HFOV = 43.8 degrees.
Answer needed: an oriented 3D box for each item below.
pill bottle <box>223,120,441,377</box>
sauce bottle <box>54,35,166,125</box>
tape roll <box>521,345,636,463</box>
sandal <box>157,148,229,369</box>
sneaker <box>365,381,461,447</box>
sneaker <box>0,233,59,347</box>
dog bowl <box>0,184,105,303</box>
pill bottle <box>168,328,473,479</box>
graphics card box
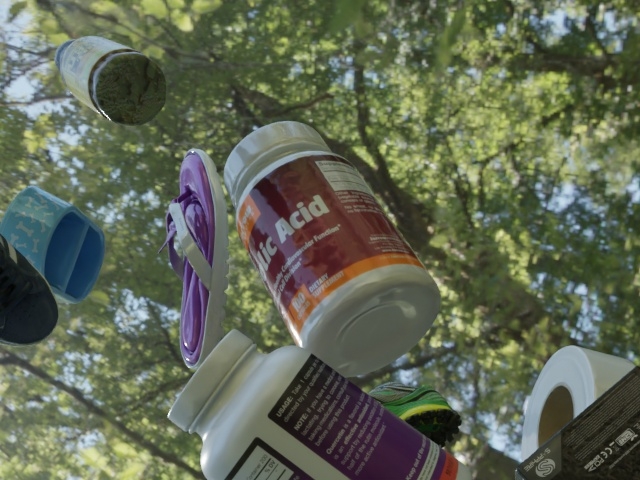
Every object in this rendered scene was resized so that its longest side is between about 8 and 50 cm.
[{"bbox_3d":[0.000,0.000,1.252,0.224,0.392,0.224,-19,-40,-16],"label":"pill bottle"},{"bbox_3d":[-0.346,-0.261,1.248,0.112,0.344,0.111,-12,-67,-29],"label":"sauce bottle"},{"bbox_3d":[0.449,0.329,1.377,0.100,0.286,0.286,14,-89,-5],"label":"tape roll"},{"bbox_3d":[-0.241,0.029,1.461,0.102,0.169,0.416,2,-101,-33],"label":"sandal"},{"bbox_3d":[0.117,0.379,1.704,0.344,0.146,0.134,3,-67,-20],"label":"sneaker"},{"bbox_3d":[-0.454,0.021,1.020,0.131,0.148,0.350,-55,-54,-25],"label":"sneaker"},{"bbox_3d":[-0.432,0.018,1.304,0.297,0.074,0.165,90,-164,-77],"label":"dog bowl"},{"bbox_3d":[-0.003,0.242,0.888,0.181,0.323,0.181,-54,-4,-6],"label":"pill bottle"},{"bbox_3d":[0.456,0.368,1.003,0.233,0.371,0.094,-38,-31,-11],"label":"graphics card box"}]
